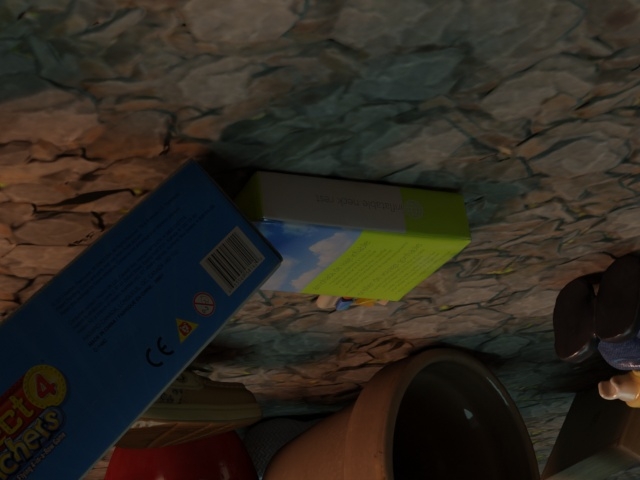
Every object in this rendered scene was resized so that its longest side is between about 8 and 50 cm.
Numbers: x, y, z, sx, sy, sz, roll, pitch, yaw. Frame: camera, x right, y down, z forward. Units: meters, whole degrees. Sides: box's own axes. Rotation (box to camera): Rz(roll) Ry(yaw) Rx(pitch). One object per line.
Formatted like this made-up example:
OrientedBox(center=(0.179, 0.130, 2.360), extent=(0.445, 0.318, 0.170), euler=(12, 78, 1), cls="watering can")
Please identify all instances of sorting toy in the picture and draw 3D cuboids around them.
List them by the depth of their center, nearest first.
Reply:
OrientedBox(center=(0.035, 0.040, 0.878), extent=(0.062, 0.012, 0.083), euler=(-1, 156, -15), cls="sorting toy")

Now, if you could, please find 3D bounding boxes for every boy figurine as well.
OrientedBox(center=(0.335, 0.119, 0.959), extent=(0.285, 0.092, 0.177), euler=(32, 140, -25), cls="boy figurine")

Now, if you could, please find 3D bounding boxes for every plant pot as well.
OrientedBox(center=(0.063, 0.259, 1.096), extent=(0.229, 0.263, 0.263), euler=(-19, 154, 39), cls="plant pot")

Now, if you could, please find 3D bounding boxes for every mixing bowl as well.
OrientedBox(center=(-0.156, 0.241, 1.170), extent=(0.181, 0.098, 0.181), euler=(-7, 156, -3), cls="mixing bowl")

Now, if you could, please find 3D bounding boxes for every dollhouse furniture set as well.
OrientedBox(center=(0.414, 0.310, 1.169), extent=(0.303, 0.286, 0.198), euler=(32, 151, 1), cls="dollhouse furniture set")

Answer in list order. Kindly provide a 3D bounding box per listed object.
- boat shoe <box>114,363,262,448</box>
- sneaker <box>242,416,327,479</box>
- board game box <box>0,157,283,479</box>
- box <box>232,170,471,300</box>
OrientedBox(center=(-0.174, 0.127, 0.927), extent=(0.285, 0.089, 0.104), euler=(11, 152, -40), cls="boat shoe")
OrientedBox(center=(0.025, 0.276, 1.310), extent=(0.268, 0.101, 0.153), euler=(4, 155, -12), cls="sneaker")
OrientedBox(center=(-0.209, 0.119, 0.647), extent=(0.086, 0.308, 0.302), euler=(49, 138, -8), cls="board game box")
OrientedBox(center=(0.000, 0.000, 0.739), extent=(0.178, 0.042, 0.109), euler=(6, 152, -25), cls="box")
